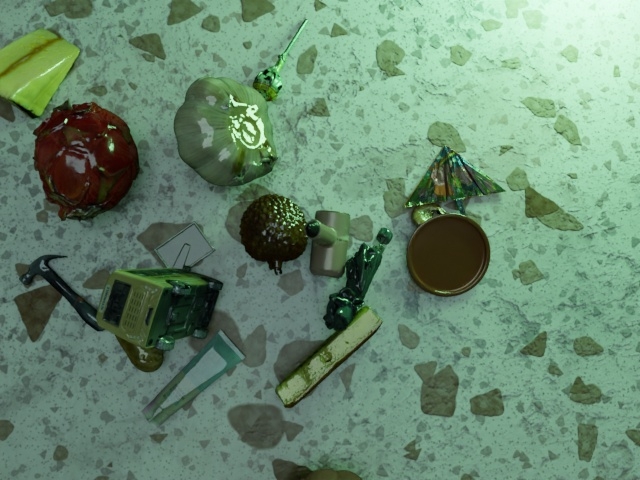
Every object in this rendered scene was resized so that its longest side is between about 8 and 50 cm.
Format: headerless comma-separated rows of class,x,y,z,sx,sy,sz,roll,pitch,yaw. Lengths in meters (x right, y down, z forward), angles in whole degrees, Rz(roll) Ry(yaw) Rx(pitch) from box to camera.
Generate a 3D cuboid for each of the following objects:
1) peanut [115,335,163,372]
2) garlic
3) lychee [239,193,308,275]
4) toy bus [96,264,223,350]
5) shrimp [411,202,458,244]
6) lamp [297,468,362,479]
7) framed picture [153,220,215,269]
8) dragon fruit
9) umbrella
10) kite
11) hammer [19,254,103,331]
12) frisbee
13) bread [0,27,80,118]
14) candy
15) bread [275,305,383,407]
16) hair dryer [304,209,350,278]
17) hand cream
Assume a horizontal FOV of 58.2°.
peanut,-0.521,0.271,1.636,0.108,0.095,0.226,-34,82,-19
garlic,-0.264,-0.300,1.601,0.241,0.322,0.322,-23,85,23
lychee,-0.131,-0.019,1.624,0.200,0.200,0.238,-3,73,-1
toy bus,-0.407,0.162,1.516,0.202,0.365,0.177,18,91,13
shrimp,0.349,-0.054,1.716,0.162,0.045,0.095,31,63,6
lamp,0.028,0.769,1.526,0.305,0.239,0.305,0,84,-1
framed picture,-0.402,0.028,1.701,0.149,0.011,0.109,-35,86,-4
dragon fruit,-0.648,-0.226,1.593,0.277,0.277,0.342,-18,84,-3
umbrella,0.106,0.098,1.608,0.094,0.143,0.349,33,63,-3
kite,0.393,-0.183,1.724,0.321,0.016,0.234,-9,80,-7
hammer,-0.723,0.155,1.669,0.290,0.037,0.137,41,87,3
frisbee,0.374,0.043,1.685,0.251,0.021,0.251,-1,98,-4
bread,-0.856,-0.516,1.666,0.168,0.163,0.264,28,84,2
candy,-0.107,-0.550,1.734,0.091,0.083,0.305,19,74,37
bread,0.020,0.327,1.618,0.361,0.138,0.077,-42,85,-5
hair dryer,0.000,0.000,1.547,0.107,0.344,0.189,6,85,13
hand cream,-0.365,0.402,1.641,0.312,0.070,0.111,-44,84,-8
